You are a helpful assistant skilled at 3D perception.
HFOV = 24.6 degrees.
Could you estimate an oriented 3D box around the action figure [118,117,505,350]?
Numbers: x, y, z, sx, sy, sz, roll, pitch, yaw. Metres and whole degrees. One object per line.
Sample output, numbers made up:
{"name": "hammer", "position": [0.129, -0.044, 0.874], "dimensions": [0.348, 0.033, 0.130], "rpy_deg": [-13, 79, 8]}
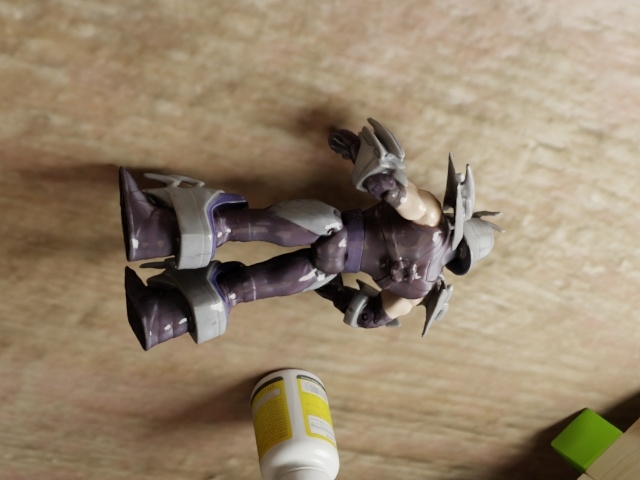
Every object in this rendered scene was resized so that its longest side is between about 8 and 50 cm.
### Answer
{"name": "action figure", "position": [0.000, 0.000, 1.066], "dimensions": [0.285, 0.099, 0.185], "rpy_deg": [-4, 125, -12]}

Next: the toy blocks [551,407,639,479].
{"name": "toy blocks", "position": [0.308, 0.299, 1.301], "dimensions": [0.381, 0.190, 0.261], "rpy_deg": [-43, 130, -9]}

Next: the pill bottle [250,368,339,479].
{"name": "pill bottle", "position": [-0.020, 0.166, 1.188], "dimensions": [0.065, 0.116, 0.065], "rpy_deg": [-5, 131, -6]}
